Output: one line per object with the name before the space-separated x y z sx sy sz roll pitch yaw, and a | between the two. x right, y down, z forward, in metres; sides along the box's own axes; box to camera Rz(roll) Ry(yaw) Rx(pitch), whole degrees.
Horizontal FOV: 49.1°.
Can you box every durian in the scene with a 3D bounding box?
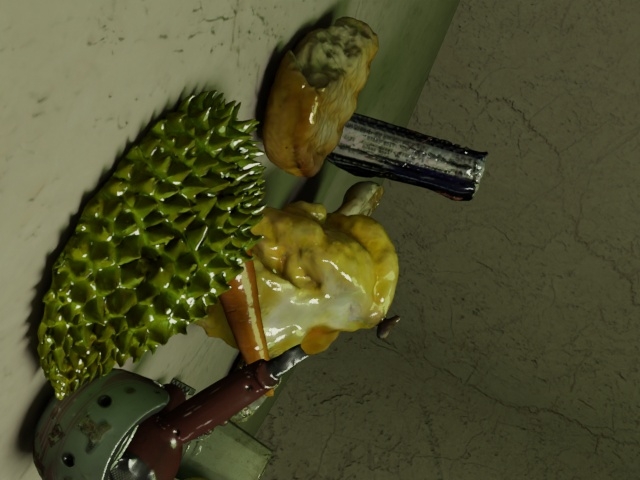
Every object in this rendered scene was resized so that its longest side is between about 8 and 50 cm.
durian | -0.159 -0.019 0.699 0.169 0.157 0.355 -15 -146 48

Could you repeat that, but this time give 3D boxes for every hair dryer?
hair dryer | -0.155 0.222 0.975 0.340 0.123 0.312 -32 -174 10

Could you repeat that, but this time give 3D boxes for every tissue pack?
tissue pack | 0.175 -0.168 1.475 0.245 0.332 0.123 16 92 -81

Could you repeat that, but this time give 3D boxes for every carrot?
carrot | -0.109 0.084 0.971 0.069 0.069 0.336 -54 138 -50

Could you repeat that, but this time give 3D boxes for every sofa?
sofa | -0.267 0.305 1.230 0.118 0.039 0.060 -61 173 -14

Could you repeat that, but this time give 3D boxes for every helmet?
helmet | -0.248 0.203 0.756 0.153 0.107 0.177 -63 -169 -20

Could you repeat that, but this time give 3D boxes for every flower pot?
flower pot | -0.227 0.510 1.655 0.212 0.202 0.212 25 90 -86

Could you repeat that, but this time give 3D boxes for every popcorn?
popcorn | -0.051 0.072 1.154 0.315 0.281 0.297 2 129 -38

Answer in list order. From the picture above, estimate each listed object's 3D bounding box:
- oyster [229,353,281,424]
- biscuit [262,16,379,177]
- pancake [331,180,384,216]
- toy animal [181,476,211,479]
oyster | -0.169 0.309 1.797 0.396 0.111 0.204 -58 154 -27
biscuit | -0.010 -0.200 1.007 0.274 0.091 0.213 -54 166 -58
pancake | -0.001 0.001 1.539 0.387 0.082 0.387 -42 180 0
toy animal | -0.282 0.606 1.490 0.191 0.216 0.338 -29 164 -27
